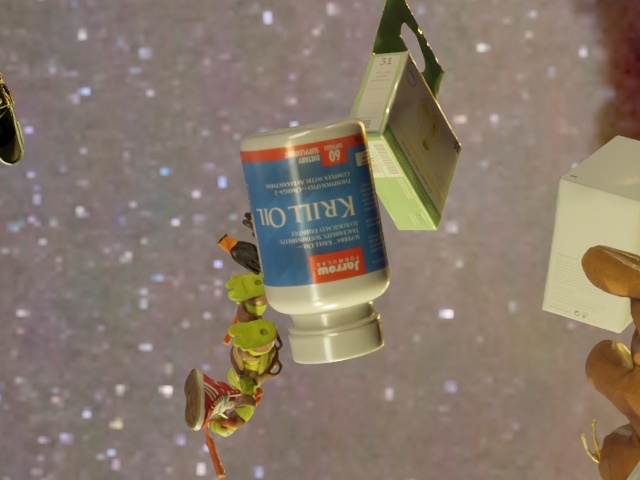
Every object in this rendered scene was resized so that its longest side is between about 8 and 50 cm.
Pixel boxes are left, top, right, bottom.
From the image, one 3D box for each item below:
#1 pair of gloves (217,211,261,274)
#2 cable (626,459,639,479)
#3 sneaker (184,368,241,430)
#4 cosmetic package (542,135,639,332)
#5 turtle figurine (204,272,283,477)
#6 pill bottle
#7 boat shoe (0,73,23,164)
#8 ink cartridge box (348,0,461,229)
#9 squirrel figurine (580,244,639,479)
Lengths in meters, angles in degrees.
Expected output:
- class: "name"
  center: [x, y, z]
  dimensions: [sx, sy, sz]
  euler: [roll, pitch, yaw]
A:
- class: "pair of gloves"
  center: [-0.072, 0.003, 1.999]
  dimensions: [0.083, 0.074, 0.010]
  euler: [-48, -9, -38]
- class: "cable"
  center: [0.297, 0.262, 1.459]
  dimensions: [0.257, 0.089, 0.257]
  euler: [-58, -5, -50]
- class: "sneaker"
  center: [-0.130, 0.202, 2.082]
  dimensions: [0.042, 0.067, 0.118]
  euler: [-59, 17, 20]
- class: "cosmetic package"
  center: [0.458, -0.014, 2.619]
  dimensions: [0.224, 0.138, 0.225]
  euler: [-33, -47, -51]
- class: "turtle figurine"
  center: [-0.091, 0.152, 2.178]
  dimensions: [0.217, 0.087, 0.269]
  euler: [101, 179, -58]
- class: "pill bottle"
  center: [0.000, 0.000, 1.638]
  dimensions: [0.124, 0.124, 0.221]
  euler: [-25, -74, -65]
- class: "boat shoe"
  center: [-0.431, -0.183, 2.191]
  dimensions: [0.070, 0.078, 0.219]
  euler: [51, 169, 37]
- class: "ink cartridge box"
  center: [0.105, -0.153, 1.894]
  dimensions: [0.171, 0.056, 0.235]
  euler: [56, -137, -45]
- class: "squirrel figurine"
  center: [0.490, 0.237, 2.113]
  dimensions: [0.281, 0.397, 0.370]
  euler: [-1, -67, -40]
